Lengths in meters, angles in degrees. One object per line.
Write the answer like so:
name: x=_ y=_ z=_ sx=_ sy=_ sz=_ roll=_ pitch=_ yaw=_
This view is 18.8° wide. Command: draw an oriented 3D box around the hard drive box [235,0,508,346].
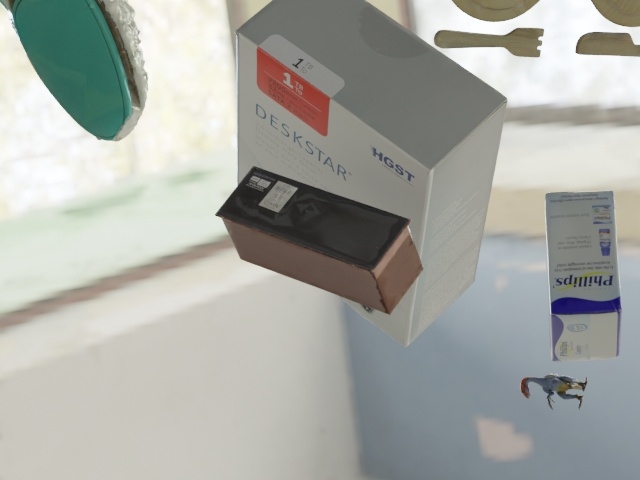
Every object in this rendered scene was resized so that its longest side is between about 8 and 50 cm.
hard drive box: x=0.031 y=-0.058 z=1.414 sx=0.181 sy=0.232 sz=0.089 roll=37 pitch=-118 yaw=21

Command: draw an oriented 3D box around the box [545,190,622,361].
box: x=0.265 y=0.037 z=1.952 sx=0.072 sy=0.137 sz=0.126 roll=-2 pitch=154 yaw=7

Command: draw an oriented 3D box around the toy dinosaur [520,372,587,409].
toy dinosaur: x=0.299 y=0.191 z=2.483 sx=0.082 sy=0.047 sz=0.090 roll=15 pitch=-176 yaw=9

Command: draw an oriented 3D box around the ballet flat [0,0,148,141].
ballet flat: x=-0.288 y=-0.305 z=2.070 sx=0.147 sy=0.409 sz=0.147 roll=-33 pitch=-174 yaw=4

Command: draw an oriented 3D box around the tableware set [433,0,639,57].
tableware set: x=0.156 y=-0.185 z=1.254 sx=0.194 sy=0.128 sz=0.039 roll=0 pitch=-162 yaw=-27

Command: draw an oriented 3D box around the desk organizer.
desk organizer: x=0.000 y=0.000 z=1.273 sx=0.130 sy=0.050 sz=0.047 roll=20 pitch=-120 yaw=32
